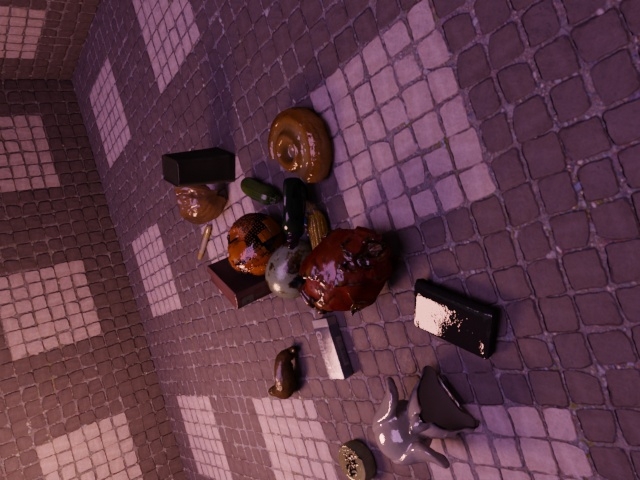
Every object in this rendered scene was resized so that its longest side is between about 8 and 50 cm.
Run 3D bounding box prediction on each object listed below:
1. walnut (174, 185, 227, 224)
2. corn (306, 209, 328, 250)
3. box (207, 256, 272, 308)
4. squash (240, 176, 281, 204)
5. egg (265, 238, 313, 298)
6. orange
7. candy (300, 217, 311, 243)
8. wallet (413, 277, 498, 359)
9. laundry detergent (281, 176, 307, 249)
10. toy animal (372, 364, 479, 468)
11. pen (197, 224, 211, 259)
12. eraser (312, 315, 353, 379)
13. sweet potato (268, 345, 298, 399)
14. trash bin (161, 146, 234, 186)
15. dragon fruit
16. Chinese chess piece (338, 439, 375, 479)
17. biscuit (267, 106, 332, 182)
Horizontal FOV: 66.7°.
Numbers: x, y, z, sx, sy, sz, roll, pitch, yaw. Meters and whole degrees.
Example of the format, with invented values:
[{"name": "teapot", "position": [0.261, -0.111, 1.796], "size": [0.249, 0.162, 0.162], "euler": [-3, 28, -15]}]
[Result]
[{"name": "walnut", "position": [-0.503, -0.143, 2.041], "size": [0.238, 0.204, 0.141], "euler": [75, -153, -68]}, {"name": "corn", "position": [0.000, 0.000, 1.577], "size": [0.067, 0.068, 0.206], "euler": [-10, 94, 51]}, {"name": "box", "position": [-0.283, 0.140, 1.850], "size": [0.215, 0.215, 0.086], "euler": [36, 138, 38]}, {"name": "squash", "position": [-0.227, -0.181, 1.788], "size": [0.219, 0.077, 0.068], "euler": [27, 118, 41]}, {"name": "egg", "position": [-0.095, 0.094, 1.640], "size": [0.169, 0.169, 0.231], "euler": [44, 128, 33]}, {"name": "orange", "position": [-0.233, 0.012, 1.761], "size": [0.235, 0.182, 0.234], "euler": [-27, 55, 46]}, {"name": "candy", "position": [-0.066, -0.043, 1.671], "size": [0.136, 0.038, 0.088], "euler": [43, 118, 25]}, {"name": "wallet", "position": [0.337, 0.198, 1.252], "size": [0.250, 0.044, 0.148], "euler": [20, 121, 45]}, {"name": "laundry detergent", "position": [-0.088, -0.082, 1.556], "size": [0.144, 0.078, 0.221], "euler": [70, -158, -64]}, {"name": "toy animal", "position": [0.266, 0.508, 1.329], "size": [0.249, 0.174, 0.288], "euler": [35, 126, 40]}, {"name": "pen", "position": [-0.543, 0.007, 2.266], "size": [0.233, 0.032, 0.040], "euler": [120, 147, -42]}, {"name": "eraser", "position": [0.040, 0.366, 1.659], "size": [0.092, 0.046, 0.212], "euler": [-20, 85, 51]}, {"name": "sweet potato", "position": [-0.141, 0.540, 1.897], "size": [0.124, 0.098, 0.309], "euler": [-116, 33, -48]}, {"name": "trash bin", "position": [-0.484, -0.289, 1.932], "size": [0.164, 0.241, 0.122], "euler": [25, 120, 43]}, {"name": "dragon fruit", "position": [0.075, 0.090, 1.396], "size": [0.250, 0.251, 0.314], "euler": [43, 118, 34]}, {"name": "Chinese chess piece", "position": [0.123, 0.762, 1.674], "size": [0.144, 0.059, 0.143], "euler": [18, 114, 47]}, {"name": "biscuit", "position": [-0.074, -0.316, 1.549], "size": [0.274, 0.091, 0.213], "euler": [33, 127, 43]}]
